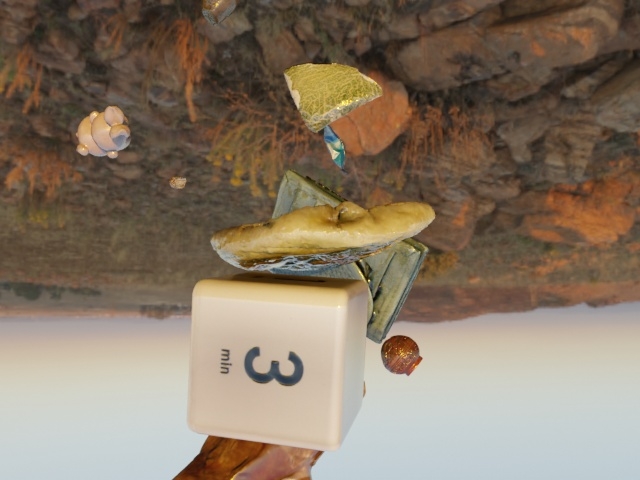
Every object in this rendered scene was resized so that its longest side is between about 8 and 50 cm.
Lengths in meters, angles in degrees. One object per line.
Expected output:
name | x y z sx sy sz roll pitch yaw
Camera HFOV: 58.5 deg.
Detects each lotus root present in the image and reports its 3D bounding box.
lotus root | -0.481 -0.193 1.915 0.030 0.037 0.083 11 -170 14

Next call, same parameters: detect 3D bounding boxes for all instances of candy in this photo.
candy | 0.034 -0.220 1.318 0.038 0.136 0.088 -19 -178 10

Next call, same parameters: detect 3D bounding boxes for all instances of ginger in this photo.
ginger | -0.062 0.357 0.966 0.176 0.254 0.418 2 -140 48

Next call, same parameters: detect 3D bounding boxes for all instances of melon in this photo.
melon | 0.013 -0.264 1.108 0.203 0.139 0.093 12 157 17

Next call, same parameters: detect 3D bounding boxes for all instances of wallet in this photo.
wallet | 0.022 0.033 1.159 0.342 0.237 0.075 33 -152 23

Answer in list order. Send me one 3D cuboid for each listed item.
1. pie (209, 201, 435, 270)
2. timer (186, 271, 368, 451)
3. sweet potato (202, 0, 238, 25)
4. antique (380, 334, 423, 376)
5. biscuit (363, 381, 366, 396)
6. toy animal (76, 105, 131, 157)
pie | 0.000 0.000 0.842 0.338 0.075 0.337 -9 174 -1
timer | -0.047 0.147 0.760 0.195 0.192 0.194 3 -179 12
sweet potato | -0.109 -0.400 0.680 0.075 0.273 0.075 8 -152 -4
antique | 0.195 0.280 1.402 0.104 0.104 0.104 0 172 0
biscuit | -0.018 0.351 1.285 0.212 0.041 0.239 -37 125 16
toy animal | -0.518 -0.272 1.431 0.213 0.124 0.124 -5 171 40
